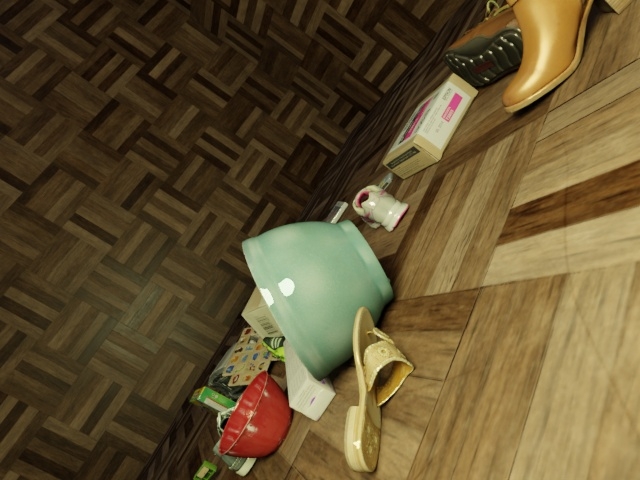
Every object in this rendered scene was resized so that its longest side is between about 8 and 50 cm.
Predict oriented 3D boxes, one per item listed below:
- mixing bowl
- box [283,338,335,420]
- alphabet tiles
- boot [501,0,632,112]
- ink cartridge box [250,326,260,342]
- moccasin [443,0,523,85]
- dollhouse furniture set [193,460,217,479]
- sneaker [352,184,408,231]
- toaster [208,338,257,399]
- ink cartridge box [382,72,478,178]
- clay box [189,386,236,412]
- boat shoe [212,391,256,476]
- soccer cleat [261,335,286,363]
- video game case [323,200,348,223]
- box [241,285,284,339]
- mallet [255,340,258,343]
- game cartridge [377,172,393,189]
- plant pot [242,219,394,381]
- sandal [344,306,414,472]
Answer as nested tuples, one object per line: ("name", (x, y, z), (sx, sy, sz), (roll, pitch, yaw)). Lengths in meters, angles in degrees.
("mixing bowl", (-0.124, 0.381, 0.862), (0.181, 0.098, 0.181), (-53, 11, 14))
("box", (-0.034, 0.270, 0.890), (0.067, 0.063, 0.324), (-58, 9, 0))
("alphabet tiles", (-0.193, 0.347, 1.264), (0.198, 0.009, 0.237), (-13, 30, 21))
("boot", (0.348, -0.379, 0.667), (0.283, 0.220, 0.109), (-51, 11, 28))
("ink cartridge box", (-0.179, 0.262, 1.639), (0.296, 0.066, 0.261), (-61, 10, -27))
("moccasin", (0.402, -0.460, 0.930), (0.147, 0.139, 0.380), (-50, 7, 3))
("dollhouse furniture set", (-0.296, 0.622, 0.988), (0.058, 0.076, 0.151), (-54, 9, 16))
("sneaker", (0.143, -0.099, 1.090), (0.103, 0.111, 0.252), (-56, 9, -1))
("toaster", (-0.272, 0.426, 1.369), (0.227, 0.129, 0.146), (-45, 12, 45))
("ink cartridge box", (0.290, -0.300, 1.103), (0.234, 0.088, 0.193), (-58, 8, -14))
("clay box", (-0.384, 0.572, 1.437), (0.222, 0.127, 0.053), (-43, 17, 56))
("boat shoe", (-0.208, 0.455, 1.031), (0.116, 0.099, 0.319), (-57, 9, 0))
("soccer cleat", (-0.113, 0.303, 1.177), (0.072, 0.060, 0.179), (-43, 19, -21))
("video game case", (0.044, -0.086, 1.811), (0.201, 0.023, 0.183), (-56, 9, 2))
("box", (-0.121, 0.167, 1.340), (0.121, 0.148, 0.311), (-25, 23, 27))
("mallet", (-0.257, 0.432, 1.569), (0.062, 0.039, 0.189), (-65, 8, -30))
("game cartridge", (0.207, -0.183, 1.343), (0.083, 0.017, 0.056), (-50, 8, 33))
("plant pot", (0.012, 0.080, 0.766), (0.196, 0.293, 0.293), (-30, 9, -3))
("sandal", (0.092, 0.192, 0.567), (0.079, 0.088, 0.240), (-16, 37, 25))
